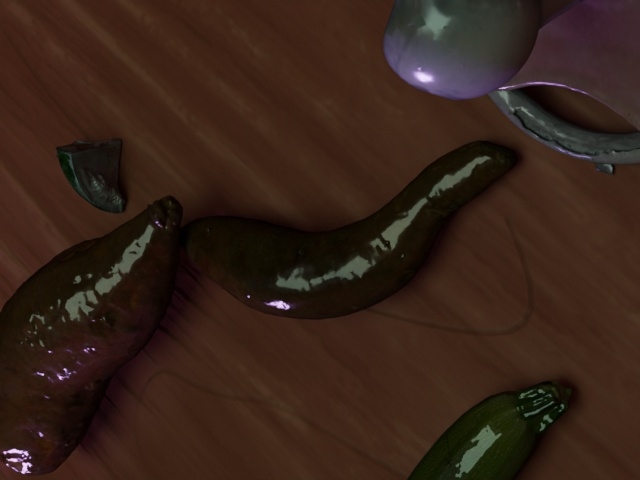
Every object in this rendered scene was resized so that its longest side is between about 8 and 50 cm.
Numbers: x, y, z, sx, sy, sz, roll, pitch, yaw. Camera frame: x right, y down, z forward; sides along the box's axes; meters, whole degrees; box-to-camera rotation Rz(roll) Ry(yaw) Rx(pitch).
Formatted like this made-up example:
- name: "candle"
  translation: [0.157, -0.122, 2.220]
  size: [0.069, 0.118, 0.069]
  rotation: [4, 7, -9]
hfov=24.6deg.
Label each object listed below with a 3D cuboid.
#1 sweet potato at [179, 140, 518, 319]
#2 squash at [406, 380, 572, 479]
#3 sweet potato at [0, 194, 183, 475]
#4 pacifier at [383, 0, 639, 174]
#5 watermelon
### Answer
- name: "sweet potato"
  translation: [0.003, 0.006, 1.144]
  size: [0.346, 0.079, 0.108]
  rotation: [-14, 75, 37]
- name: "squash"
  translation: [0.097, 0.191, 1.101]
  size: [0.066, 0.066, 0.252]
  rotation: [45, 121, 26]
- name: "sweet potato"
  translation: [-0.213, 0.066, 1.303]
  size: [0.131, 0.131, 0.337]
  rotation: [51, 124, 22]
- name: "pacifier"
  translation: [0.149, -0.174, 0.913]
  size: [0.332, 0.273, 0.220]
  rotation: [22, 94, 35]
- name: "watermelon"
  translation: [-0.199, -0.065, 1.330]
  size: [0.061, 0.085, 0.085]
  rotation: [-42, 67, 4]
